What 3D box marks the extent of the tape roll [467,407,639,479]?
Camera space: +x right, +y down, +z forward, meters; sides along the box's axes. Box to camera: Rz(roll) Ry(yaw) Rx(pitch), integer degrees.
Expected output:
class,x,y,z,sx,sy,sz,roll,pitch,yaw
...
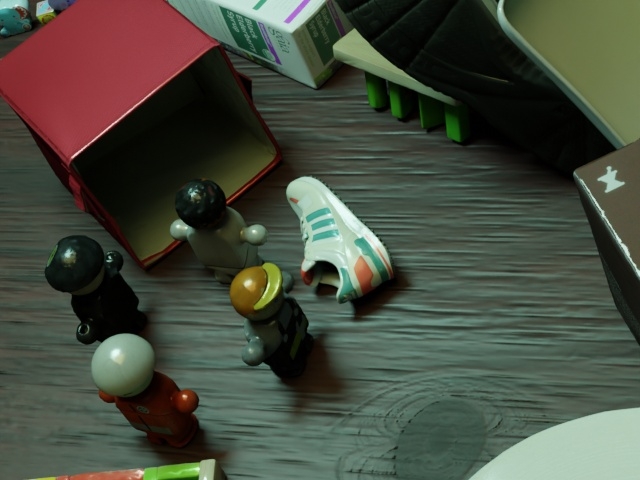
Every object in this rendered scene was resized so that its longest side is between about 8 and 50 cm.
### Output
class,x,y,z,sx,sy,sz,roll,pitch,yaw
tape roll,0.243,0.308,1.230,0.392,0.072,0.392,-11,52,14

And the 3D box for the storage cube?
class,x,y,z,sx,sy,sz,roll,pitch,yaw
storage cube,-0.188,-0.127,1.663,0.215,0.183,0.193,-40,49,-9

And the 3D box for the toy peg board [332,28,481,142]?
class,x,y,z,sx,sy,sz,roll,pitch,yaw
toy peg board,0.127,-0.182,1.659,0.161,0.079,0.161,26,52,34

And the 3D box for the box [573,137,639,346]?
class,x,y,z,sx,sy,sz,roll,pitch,yaw
box,0.329,0.021,1.325,0.169,0.203,0.167,-26,50,3

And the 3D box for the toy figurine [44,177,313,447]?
class,x,y,z,sx,sy,sz,roll,pitch,yaw
toy figurine,-0.131,0.059,1.520,0.210,0.148,0.213,-29,49,-1

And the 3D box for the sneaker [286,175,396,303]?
class,x,y,z,sx,sy,sz,roll,pitch,yaw
sneaker,0.000,0.000,1.570,0.075,0.057,0.161,-36,52,-13

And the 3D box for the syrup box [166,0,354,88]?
class,x,y,z,sx,sy,sz,roll,pitch,yaw
syrup box,-0.072,-0.261,1.775,0.237,0.093,0.096,29,69,36

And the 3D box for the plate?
class,x,y,z,sx,sy,sz,roll,pitch,yaw
plate,0.284,-0.189,1.469,0.045,0.278,0.277,-24,28,49

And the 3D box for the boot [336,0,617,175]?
class,x,y,z,sx,sy,sz,roll,pitch,yaw
boot,0.186,-0.263,1.536,0.138,0.377,0.284,-36,25,53

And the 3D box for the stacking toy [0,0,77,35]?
class,x,y,z,sx,sy,sz,roll,pitch,yaw
stacking toy,-0.331,-0.274,1.919,0.221,0.052,0.167,-16,50,11

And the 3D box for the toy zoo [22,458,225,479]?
class,x,y,z,sx,sy,sz,roll,pitch,yaw
toy zoo,-0.233,0.300,1.457,0.293,0.030,0.192,-8,52,16
